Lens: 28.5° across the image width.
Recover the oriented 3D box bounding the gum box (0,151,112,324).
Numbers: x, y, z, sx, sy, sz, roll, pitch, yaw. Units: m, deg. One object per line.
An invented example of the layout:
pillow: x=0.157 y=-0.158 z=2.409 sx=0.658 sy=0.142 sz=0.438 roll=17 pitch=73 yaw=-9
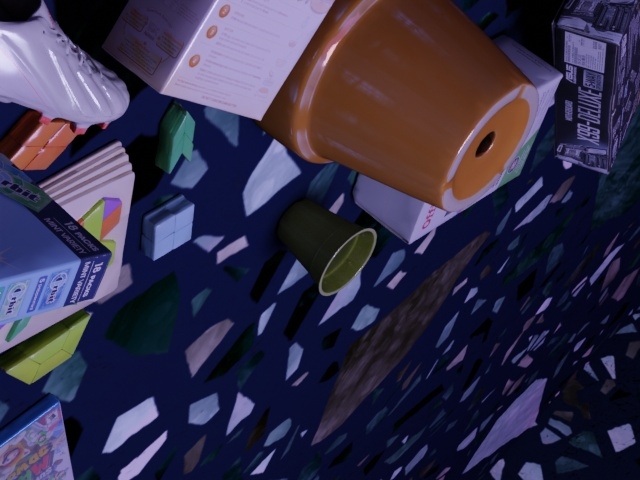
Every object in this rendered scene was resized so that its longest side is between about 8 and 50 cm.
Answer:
gum box: x=-0.239 y=-0.008 z=0.723 sx=0.184 sy=0.157 sz=0.041 roll=-18 pitch=141 yaw=-53

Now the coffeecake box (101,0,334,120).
coffeecake box: x=-0.051 y=-0.189 z=0.912 sx=0.185 sy=0.068 sz=0.142 roll=-57 pitch=156 yaw=13

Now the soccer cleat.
soccer cleat: x=-0.179 y=-0.117 z=0.792 sx=0.196 sy=0.068 sz=0.076 roll=7 pitch=116 yaw=-60

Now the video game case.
video game case: x=-0.283 y=0.222 z=1.163 sx=0.119 sy=0.015 sz=0.166 roll=-38 pitch=154 yaw=-29

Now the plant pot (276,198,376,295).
plant pot: x=0.000 y=0.000 z=1.272 sx=0.083 sy=0.079 sz=0.083 roll=-40 pitch=154 yaw=-24

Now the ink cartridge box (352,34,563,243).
ink cartridge box: x=0.148 y=-0.112 z=1.365 sx=0.212 sy=0.093 sz=0.154 roll=-28 pitch=149 yaw=-39

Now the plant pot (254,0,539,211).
plant pot: x=0.075 y=-0.127 z=1.083 sx=0.205 sy=0.188 sz=0.205 roll=-40 pitch=155 yaw=-24

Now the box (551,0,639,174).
box: x=0.347 y=-0.253 z=1.459 sx=0.242 sy=0.077 sz=0.307 roll=-64 pitch=161 yaw=-17

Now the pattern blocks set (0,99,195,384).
pattern blocks set: x=-0.217 y=0.016 z=0.968 sx=0.325 sy=0.026 sz=0.285 roll=-40 pitch=155 yaw=-26
